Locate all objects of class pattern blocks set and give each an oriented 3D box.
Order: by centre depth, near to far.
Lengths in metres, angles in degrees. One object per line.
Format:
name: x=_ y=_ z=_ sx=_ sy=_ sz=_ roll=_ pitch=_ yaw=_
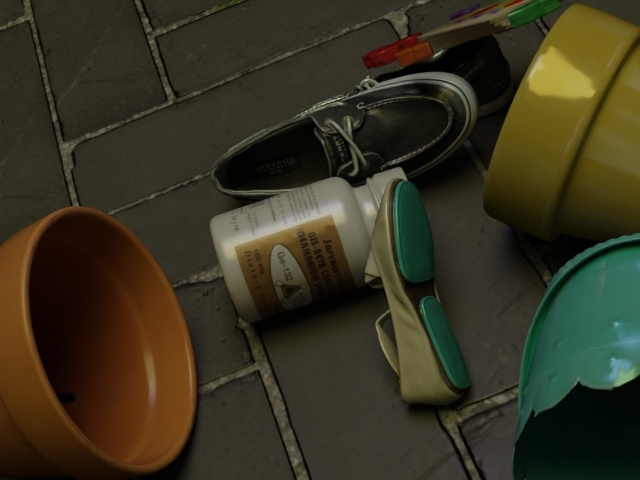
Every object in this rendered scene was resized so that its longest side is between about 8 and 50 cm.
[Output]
pattern blocks set: x=0.206 y=-0.261 z=1.505 sx=0.285 sy=0.026 sz=0.325 roll=-26 pitch=11 yaw=-12

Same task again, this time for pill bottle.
pill bottle: x=0.000 y=0.000 z=1.474 sx=0.229 sy=0.131 sz=0.131 roll=-19 pitch=47 yaw=1

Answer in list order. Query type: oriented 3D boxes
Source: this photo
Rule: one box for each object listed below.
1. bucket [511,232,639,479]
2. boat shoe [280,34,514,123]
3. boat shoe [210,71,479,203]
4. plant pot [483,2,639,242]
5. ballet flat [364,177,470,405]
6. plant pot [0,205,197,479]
bucket: x=0.314 y=0.135 z=1.165 sx=0.281 sy=0.281 sz=0.183 roll=-3 pitch=46 yaw=17
boat shoe: x=0.083 y=-0.184 z=1.630 sx=0.319 sy=0.099 sz=0.116 roll=-17 pitch=46 yaw=4
boat shoe: x=0.026 y=-0.105 z=1.537 sx=0.335 sy=0.121 sz=0.119 roll=-20 pitch=5 yaw=19
plant pot: x=0.335 y=-0.096 z=1.384 sx=0.239 sy=0.254 sz=0.254 roll=24 pitch=60 yaw=16
ballet flat: x=0.088 y=0.059 z=1.379 sx=0.086 sy=0.086 sz=0.248 roll=-15 pitch=77 yaw=6
plant pot: x=-0.296 y=0.134 z=1.381 sx=0.203 sy=0.291 sz=0.291 roll=-22 pitch=44 yaw=23
